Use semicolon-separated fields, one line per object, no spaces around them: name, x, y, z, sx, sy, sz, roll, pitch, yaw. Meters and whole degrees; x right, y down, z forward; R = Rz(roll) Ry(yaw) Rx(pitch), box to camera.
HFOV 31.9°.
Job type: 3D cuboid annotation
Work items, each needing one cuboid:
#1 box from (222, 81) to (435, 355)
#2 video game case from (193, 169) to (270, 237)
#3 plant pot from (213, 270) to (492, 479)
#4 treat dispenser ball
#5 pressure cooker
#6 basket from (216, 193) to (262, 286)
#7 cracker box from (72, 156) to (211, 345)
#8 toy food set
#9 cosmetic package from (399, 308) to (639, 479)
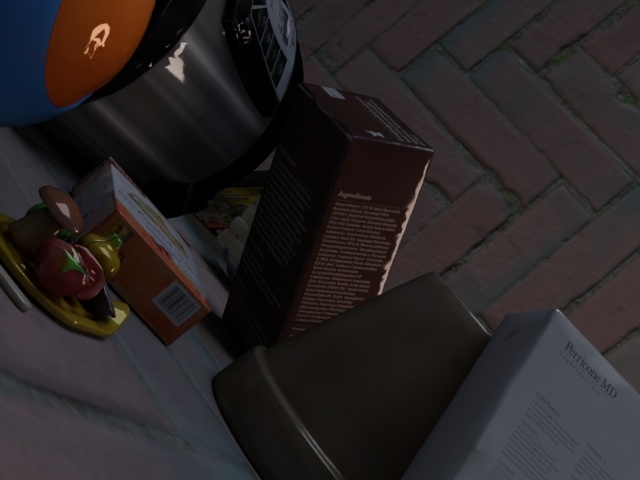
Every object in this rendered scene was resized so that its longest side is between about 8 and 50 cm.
box;0.000;0.000;1.529;0.143;0.381;0.191;6;26;-27
video game case;-0.130;-0.048;2.181;0.275;0.035;0.248;1;-34;38
plant pot;0.085;0.195;1.288;0.323;0.280;0.323;51;3;-4
treat dispenser ball;-0.286;-0.243;0.974;0.288;0.288;0.288;50;2;-2
pressure cooker;-0.226;-0.262;1.541;0.375;0.370;0.420;43;-3;33
basket;-0.050;0.051;2.004;0.255;0.201;0.289;48;6;28
cracker box;-0.209;0.005;1.280;0.156;0.067;0.232;50;1;-22
toy food set;-0.217;0.009;0.965;0.128;0.071;0.218;51;2;16
cosmetic package;0.268;0.299;1.154;0.377;0.284;0.097;45;-23;-16
